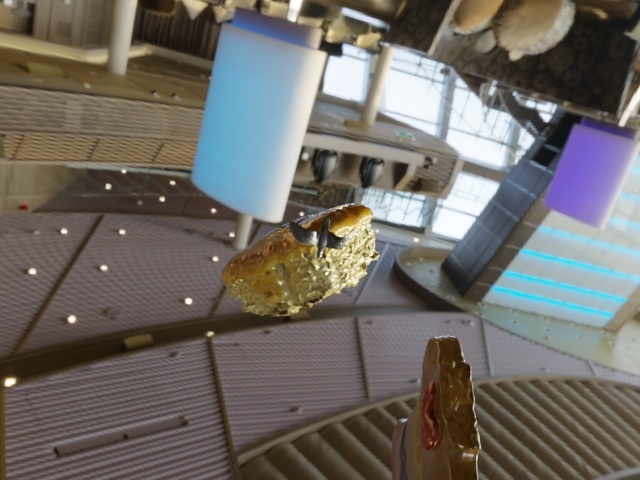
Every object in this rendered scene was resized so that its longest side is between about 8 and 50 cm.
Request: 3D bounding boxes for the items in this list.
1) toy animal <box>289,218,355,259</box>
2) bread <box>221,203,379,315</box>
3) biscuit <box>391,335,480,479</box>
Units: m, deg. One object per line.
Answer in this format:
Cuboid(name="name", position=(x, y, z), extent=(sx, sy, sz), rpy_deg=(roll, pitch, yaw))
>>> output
Cuboid(name="toy animal", position=(0.000, 0.000, 0.725), extent=(0.084, 0.050, 0.028), rpy_deg=(6, -145, -5))
Cuboid(name="bread", position=(-0.029, 0.029, 0.878), extent=(0.174, 0.245, 0.121), rpy_deg=(-40, -79, -45))
Cuboid(name="biscuit", position=(0.183, 0.385, 1.038), extent=(0.076, 0.394, 0.368), rpy_deg=(9, -134, -2))
